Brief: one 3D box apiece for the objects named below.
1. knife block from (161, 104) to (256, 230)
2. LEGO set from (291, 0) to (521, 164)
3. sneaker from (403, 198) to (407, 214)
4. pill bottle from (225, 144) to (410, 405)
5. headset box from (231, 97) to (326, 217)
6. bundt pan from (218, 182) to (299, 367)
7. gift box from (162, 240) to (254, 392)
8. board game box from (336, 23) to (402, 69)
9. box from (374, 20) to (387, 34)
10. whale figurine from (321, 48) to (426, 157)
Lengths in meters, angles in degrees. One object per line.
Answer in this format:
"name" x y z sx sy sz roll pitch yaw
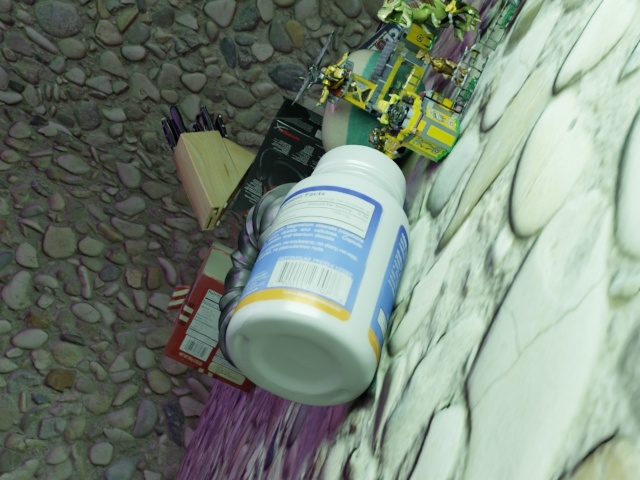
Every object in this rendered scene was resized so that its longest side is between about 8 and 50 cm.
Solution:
"knife block" -0.281 -0.180 1.756 0.088 0.242 0.276 -61 2 47
"LEGO set" 0.090 -0.270 0.941 0.331 0.192 0.255 -60 25 16
"sneaker" 0.064 -0.006 1.014 0.144 0.053 0.059 -61 4 23
"pill bottle" 0.012 0.025 0.846 0.152 0.152 0.272 -58 8 47
"headset box" -0.047 -0.125 1.720 0.293 0.218 0.110 -61 5 36
"bundt pan" -0.067 0.060 1.198 0.331 0.124 0.331 -164 90 -74
"gift box" -0.223 0.179 1.834 0.276 0.255 0.258 -56 9 15
"board game box" 0.126 -0.394 1.639 0.165 0.042 0.243 -37 3 23
"box" 0.198 -0.527 1.860 0.156 0.093 0.158 173 122 -84
"whale figurine" 0.098 -0.176 1.208 0.272 0.141 0.216 47 -120 -70
